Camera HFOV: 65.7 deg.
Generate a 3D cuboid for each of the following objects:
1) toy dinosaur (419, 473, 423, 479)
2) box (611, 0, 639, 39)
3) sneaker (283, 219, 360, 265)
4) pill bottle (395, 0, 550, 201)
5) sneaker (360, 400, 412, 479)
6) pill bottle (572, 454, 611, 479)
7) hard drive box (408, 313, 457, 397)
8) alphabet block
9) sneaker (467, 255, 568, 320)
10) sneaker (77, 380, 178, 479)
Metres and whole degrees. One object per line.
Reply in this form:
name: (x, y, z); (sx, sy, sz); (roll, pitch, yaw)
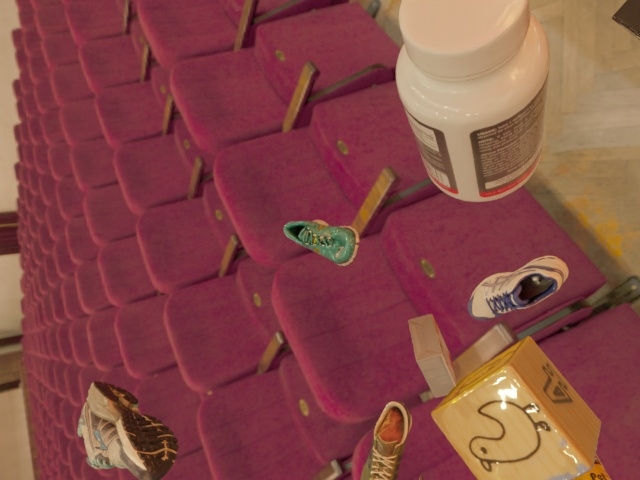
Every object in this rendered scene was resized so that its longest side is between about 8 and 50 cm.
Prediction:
toy dinosaur: (0.152, 0.604, 0.977); (0.127, 0.295, 0.200); (48, 155, 14)
box: (0.680, -0.442, 0.844); (0.261, 0.184, 0.103); (-55, 37, 37)
sneaker: (0.000, 0.000, 1.317); (0.275, 0.110, 0.107); (15, 94, 53)
pill bottle: (0.197, -0.189, 0.640); (0.176, 0.318, 0.176); (-8, 68, 19)
sneaker: (0.105, 0.359, 0.833); (0.064, 0.192, 0.086); (12, 147, 23)
pill bottle: (0.595, 0.556, 1.114); (0.215, 0.117, 0.117); (-102, 23, -52)
hard drive box: (0.392, 0.401, 1.721); (0.181, 0.089, 0.232); (-90, -23, -50)
alphabet block: (0.356, 0.323, 0.903); (0.192, 0.193, 0.197); (-46, 72, 27)
sneaker: (0.511, 0.139, 1.333); (0.296, 0.131, 0.112); (-40, 84, 34)
sneaker: (-0.364, 0.376, 0.917); (0.283, 0.110, 0.122); (19, 81, 46)
